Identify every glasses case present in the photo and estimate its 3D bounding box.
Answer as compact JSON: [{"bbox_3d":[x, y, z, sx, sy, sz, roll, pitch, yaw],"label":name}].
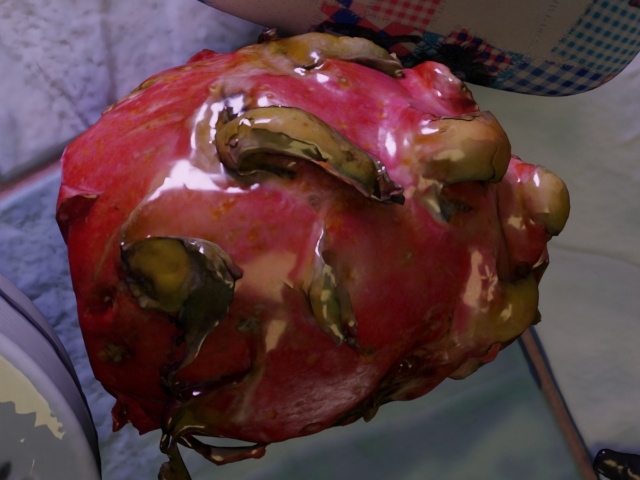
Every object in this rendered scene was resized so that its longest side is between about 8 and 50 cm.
[{"bbox_3d":[0.060,-0.172,0.959,0.327,0.076,0.125,13,134,-17],"label":"glasses case"}]

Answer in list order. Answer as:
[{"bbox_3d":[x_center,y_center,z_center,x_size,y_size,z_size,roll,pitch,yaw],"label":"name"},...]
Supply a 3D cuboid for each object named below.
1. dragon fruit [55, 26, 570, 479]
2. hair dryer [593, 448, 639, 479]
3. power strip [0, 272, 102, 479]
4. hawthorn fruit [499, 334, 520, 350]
[{"bbox_3d":[0.000,0.000,0.906,0.291,0.269,0.250,-4,100,2],"label":"dragon fruit"},{"bbox_3d":[0.362,0.219,1.155,0.344,0.107,0.189,25,97,-13],"label":"hair dryer"},{"bbox_3d":[-0.310,0.154,0.927,0.357,0.161,0.357,-3,105,-12],"label":"power strip"},{"bbox_3d":[0.101,0.034,1.041,0.093,0.093,0.093,-4,106,-13],"label":"hawthorn fruit"}]
